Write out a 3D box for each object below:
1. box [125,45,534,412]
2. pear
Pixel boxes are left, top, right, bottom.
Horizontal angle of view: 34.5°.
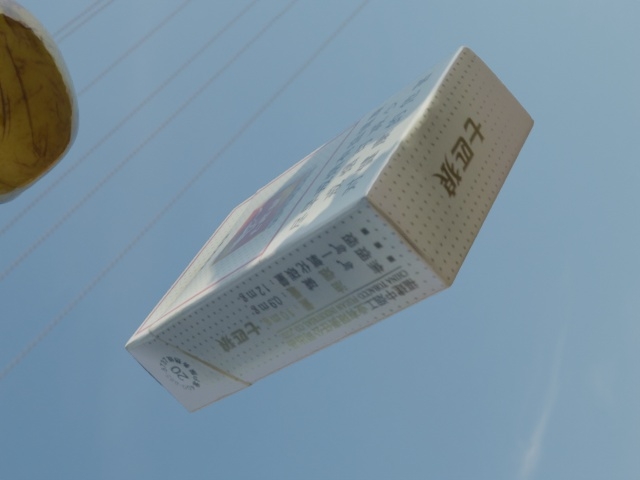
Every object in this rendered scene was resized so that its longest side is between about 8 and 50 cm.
[{"bbox_3d":[0.000,-0.001,0.845,0.095,0.330,0.210,47,-135,-13],"label":"box"},{"bbox_3d":[-0.449,-0.181,1.329,0.280,0.280,0.281,-16,-70,-51],"label":"pear"}]
